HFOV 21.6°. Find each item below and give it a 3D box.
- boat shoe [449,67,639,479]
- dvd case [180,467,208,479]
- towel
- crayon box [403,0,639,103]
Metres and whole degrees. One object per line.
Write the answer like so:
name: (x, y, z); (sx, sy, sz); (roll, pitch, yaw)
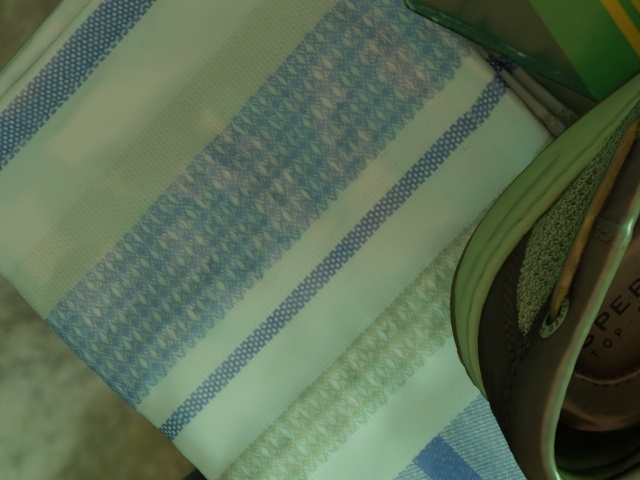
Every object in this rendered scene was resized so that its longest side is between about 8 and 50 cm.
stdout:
boat shoe: (0.165, -0.061, 0.469); (0.123, 0.123, 0.342); (40, 102, -8)
dvd case: (0.045, 0.158, 0.684); (0.164, 0.018, 0.221); (-39, 92, 12)
towel: (0.000, 0.000, 0.645); (0.285, 0.034, 0.209); (45, 102, 4)
crayon box: (0.215, -0.101, 0.567); (0.323, 0.083, 0.203); (26, 102, -5)
